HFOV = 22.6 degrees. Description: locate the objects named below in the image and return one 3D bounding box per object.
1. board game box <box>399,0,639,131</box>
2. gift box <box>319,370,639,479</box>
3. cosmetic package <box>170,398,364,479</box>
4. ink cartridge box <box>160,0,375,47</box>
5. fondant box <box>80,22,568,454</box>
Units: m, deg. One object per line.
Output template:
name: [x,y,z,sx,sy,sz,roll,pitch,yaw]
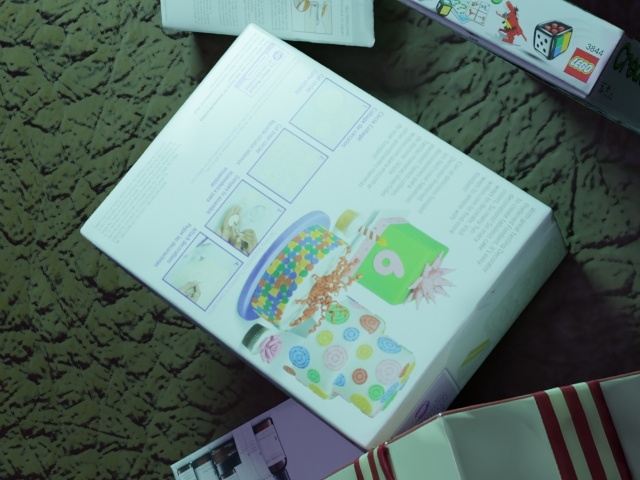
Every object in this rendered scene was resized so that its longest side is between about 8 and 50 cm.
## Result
board game box: [0.175,-0.138,1.169,0.193,0.305,0.053,32,99,26]
gift box: [0.183,0.246,1.150,0.255,0.276,0.258,134,124,-62]
cosmetic package: [-0.011,0.187,1.389,0.239,0.060,0.098,-32,73,24]
ink cartridge box: [-0.044,-0.269,1.410,0.225,0.056,0.181,8,112,27]
fondant box: [0.000,0.000,1.333,0.330,0.096,0.238,35,81,27]
